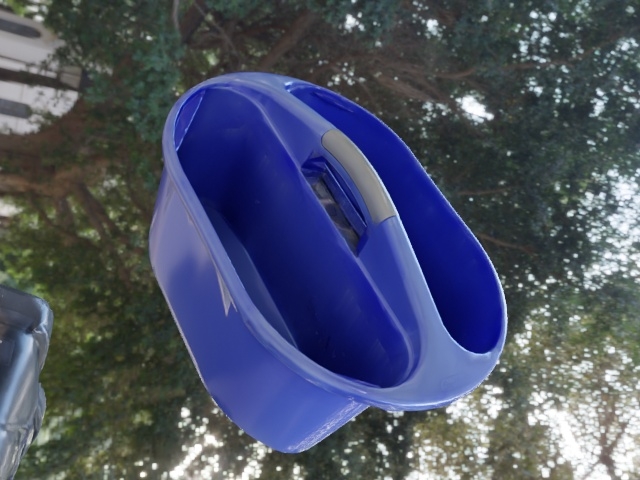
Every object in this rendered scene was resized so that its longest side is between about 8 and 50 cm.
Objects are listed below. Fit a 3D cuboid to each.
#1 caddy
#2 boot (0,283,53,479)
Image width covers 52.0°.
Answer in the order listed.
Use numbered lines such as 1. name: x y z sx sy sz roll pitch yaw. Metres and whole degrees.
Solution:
1. caddy: 0.000 0.000 0.546 0.341 0.241 0.179 58 -42 27
2. boot: -0.366 0.315 0.595 0.367 0.146 0.445 120 -26 -45
